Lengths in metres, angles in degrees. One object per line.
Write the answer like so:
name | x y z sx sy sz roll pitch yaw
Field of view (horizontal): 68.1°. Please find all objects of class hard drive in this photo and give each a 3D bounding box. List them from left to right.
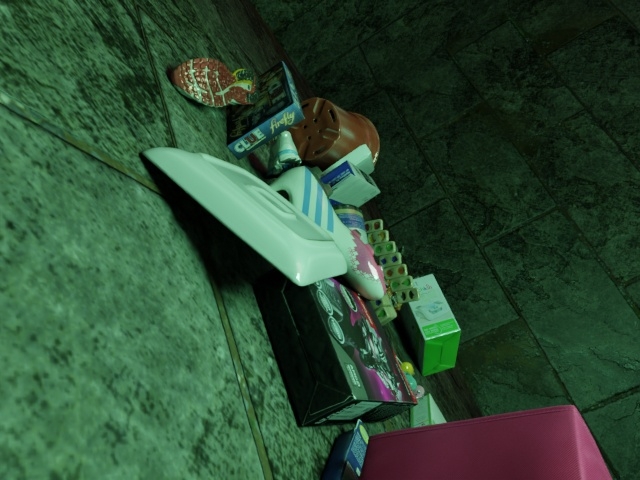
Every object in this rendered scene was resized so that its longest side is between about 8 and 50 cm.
hard drive | 0.066 -0.192 1.426 0.040 0.203 0.307 57 7 4

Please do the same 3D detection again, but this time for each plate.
plate | -0.083 -0.044 0.706 0.277 0.045 0.278 38 8 12

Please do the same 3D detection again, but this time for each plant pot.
plant pot | 0.028 -0.339 1.586 0.265 0.272 0.273 11 50 -64

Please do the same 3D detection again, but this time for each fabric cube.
fabric cube | 0.183 0.367 0.471 0.259 0.254 0.258 58 30 -16

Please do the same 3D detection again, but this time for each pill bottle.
pill bottle | 0.055 0.037 1.092 0.123 0.122 0.219 38 39 -60

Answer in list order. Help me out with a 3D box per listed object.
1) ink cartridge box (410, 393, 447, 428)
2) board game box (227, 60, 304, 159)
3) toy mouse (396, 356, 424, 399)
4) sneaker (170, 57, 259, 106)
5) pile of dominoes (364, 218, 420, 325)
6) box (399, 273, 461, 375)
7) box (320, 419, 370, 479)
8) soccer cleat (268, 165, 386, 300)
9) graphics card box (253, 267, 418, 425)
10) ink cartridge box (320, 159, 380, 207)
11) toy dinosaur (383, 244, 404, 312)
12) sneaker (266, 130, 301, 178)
ink cartridge box | 0.270 0.476 1.149 0.109 0.062 0.209 60 13 -3
board game box | -0.128 -0.292 1.039 0.042 0.165 0.243 51 16 -38
toy mouse | 0.265 0.410 1.343 0.161 0.031 0.143 55 14 -24
sneaker | -0.214 -0.301 0.939 0.225 0.092 0.088 -17 107 -63
pile of dominoes | 0.107 0.078 1.127 0.040 0.196 0.251 8 50 -47
box | 0.359 0.289 1.604 0.262 0.126 0.231 78 -4 -48
box | 0.055 0.352 0.637 0.137 0.036 0.225 62 14 3
soccer cleat | 0.000 0.000 0.968 0.331 0.143 0.116 57 -18 15
graphics card box | 0.042 0.188 0.818 0.371 0.094 0.233 37 26 -58
ink cartridge box | 0.048 -0.130 1.273 0.065 0.165 0.332 59 14 11
toy dinosaur | 0.190 0.149 1.467 0.322 0.164 0.219 90 -6 -64
sneaker | -0.083 -0.189 1.047 0.190 0.071 0.083 154 -73 -74
